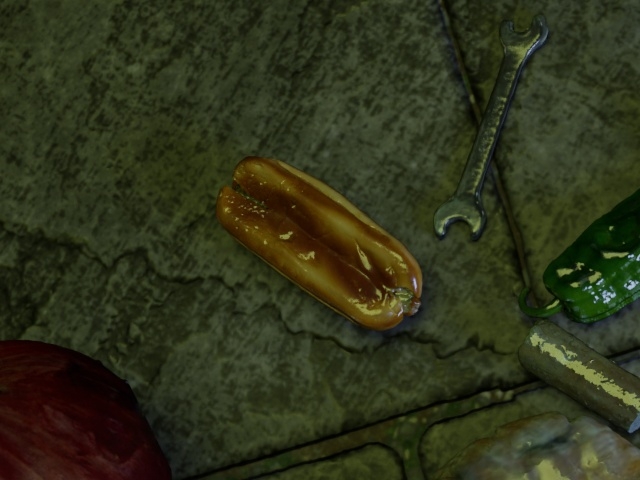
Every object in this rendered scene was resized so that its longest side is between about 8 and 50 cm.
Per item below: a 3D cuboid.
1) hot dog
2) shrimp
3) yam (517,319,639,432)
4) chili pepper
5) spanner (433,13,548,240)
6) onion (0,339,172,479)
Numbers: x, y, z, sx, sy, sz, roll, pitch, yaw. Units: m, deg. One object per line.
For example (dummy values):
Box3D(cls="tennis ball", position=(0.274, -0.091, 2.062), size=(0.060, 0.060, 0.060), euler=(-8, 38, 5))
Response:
Box3D(cls="hot dog", position=(0.000, 0.000, 1.543), size=(0.249, 0.068, 0.100), euler=(36, 94, 26))
Box3D(cls="shrimp", position=(0.117, 0.331, 1.381), size=(0.446, 0.110, 0.221), euler=(-37, 74, -3))
Box3D(cls="yam", position=(0.247, 0.125, 1.435), size=(0.132, 0.054, 0.054), euler=(32, 83, 22))
Box3D(cls="chili pepper", position=(0.297, -0.011, 1.462), size=(0.257, 0.074, 0.100), euler=(-44, 62, -7))
Box3D(cls="spanner", position=(0.172, -0.115, 1.562), size=(0.054, 0.015, 0.254), euler=(15, 76, 22))
Box3D(cls="onion", position=(-0.287, 0.238, 1.407), size=(0.341, 0.341, 0.341), euler=(-5, 70, 14))
